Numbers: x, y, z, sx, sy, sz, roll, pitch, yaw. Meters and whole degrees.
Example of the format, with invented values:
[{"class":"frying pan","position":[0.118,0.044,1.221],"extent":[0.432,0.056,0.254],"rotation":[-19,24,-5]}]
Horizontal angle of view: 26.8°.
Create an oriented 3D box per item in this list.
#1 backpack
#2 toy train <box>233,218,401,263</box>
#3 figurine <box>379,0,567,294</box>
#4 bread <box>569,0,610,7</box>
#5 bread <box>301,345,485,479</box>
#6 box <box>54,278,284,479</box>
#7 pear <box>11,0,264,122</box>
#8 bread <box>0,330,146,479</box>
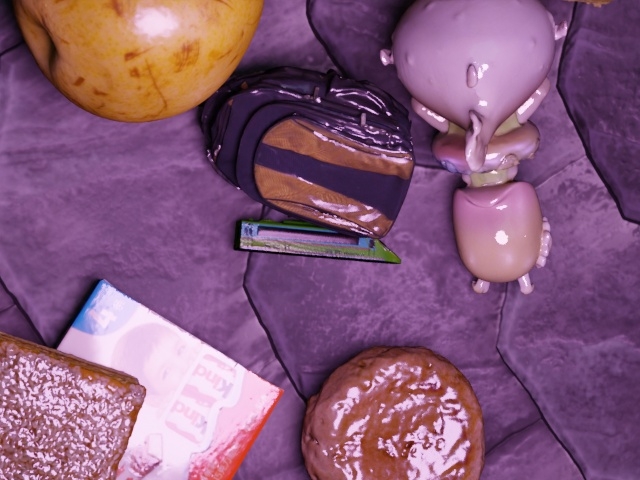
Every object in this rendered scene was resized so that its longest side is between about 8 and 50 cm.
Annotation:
[{"class":"backpack","position":[-0.019,-0.117,1.607],"extent":[0.258,0.133,0.206],"rotation":[15,124,-4]},{"class":"toy train","position":[0.000,0.000,1.666],"extent":[0.209,0.044,0.042],"rotation":[5,86,-14]},{"class":"figurine","position":[0.196,-0.108,1.627],"extent":[0.227,0.274,0.394],"rotation":[-4,110,14]},{"class":"bread","position":[0.195,-0.341,1.632],"extent":[0.362,0.233,0.244],"rotation":[-27,97,-9]},{"class":"bread","position":[0.089,0.237,1.643],"extent":[0.230,0.123,0.230],"rotation":[1,85,-9]},{"class":"box","position":[-0.223,0.227,1.603],"extent":[0.265,0.048,0.273],"rotation":[32,82,-10]},{"class":"pear","position":[-0.205,-0.271,1.516],"extent":[0.281,0.281,0.280],"rotation":[0,88,-14]},{"class":"bread","position":[-0.318,0.239,1.506],"extent":[0.184,0.110,0.234],"rotation":[19,86,-13]}]
